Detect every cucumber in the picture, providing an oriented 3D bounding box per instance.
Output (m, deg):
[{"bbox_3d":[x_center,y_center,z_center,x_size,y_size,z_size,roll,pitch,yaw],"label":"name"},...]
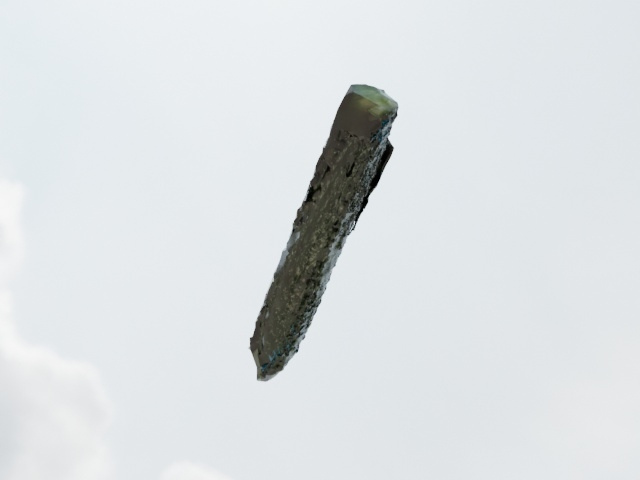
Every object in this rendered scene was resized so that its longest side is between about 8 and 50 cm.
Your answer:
[{"bbox_3d":[-0.001,0.000,1.426,0.043,0.044,0.257,38,-55,24],"label":"cucumber"}]
